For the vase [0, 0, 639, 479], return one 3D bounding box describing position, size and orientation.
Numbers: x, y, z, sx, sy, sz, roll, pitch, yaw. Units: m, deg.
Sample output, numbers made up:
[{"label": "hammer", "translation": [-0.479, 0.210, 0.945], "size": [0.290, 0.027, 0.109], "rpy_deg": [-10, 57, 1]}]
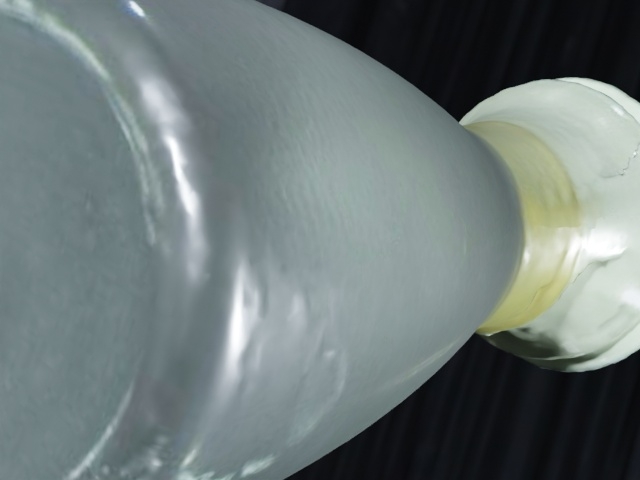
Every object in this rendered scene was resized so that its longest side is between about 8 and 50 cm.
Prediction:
[{"label": "vase", "translation": [0.000, 0.000, 0.647], "size": [0.173, 0.173, 0.321], "rpy_deg": [10, -173, 36]}]
